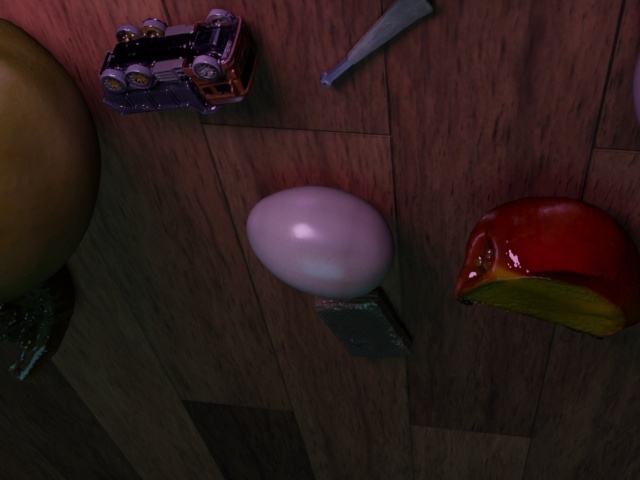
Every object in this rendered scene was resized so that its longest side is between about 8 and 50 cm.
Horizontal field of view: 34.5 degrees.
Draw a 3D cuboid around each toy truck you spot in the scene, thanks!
[{"bbox_3d":[-0.167,-0.200,1.191,0.192,0.083,0.092,-3,147,24],"label":"toy truck"}]

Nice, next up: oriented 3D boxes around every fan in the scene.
[{"bbox_3d":[0.055,-0.223,1.151,0.038,0.016,0.193,28,144,-23],"label":"fan"}]

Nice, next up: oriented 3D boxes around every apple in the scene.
[{"bbox_3d":[-0.430,-0.093,1.207,0.357,0.357,0.357,8,150,4],"label":"apple"}]

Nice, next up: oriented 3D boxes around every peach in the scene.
[{"bbox_3d":[0.329,0.026,1.345,0.267,0.159,0.154,17,160,-8],"label":"peach"}]

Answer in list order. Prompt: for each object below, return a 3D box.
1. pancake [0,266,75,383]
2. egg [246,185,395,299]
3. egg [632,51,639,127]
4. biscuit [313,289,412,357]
[{"bbox_3d":[-0.510,0.138,1.781,0.197,0.054,0.377,-26,151,-23],"label":"pancake"},{"bbox_3d":[0.000,0.000,1.414,0.209,0.151,0.151,20,150,0],"label":"egg"},{"bbox_3d":[0.407,-0.139,1.025,0.176,0.176,0.232,-9,144,30],"label":"egg"},{"bbox_3d":[0.074,0.144,1.743,0.121,0.041,0.199,-2,148,24],"label":"biscuit"}]
